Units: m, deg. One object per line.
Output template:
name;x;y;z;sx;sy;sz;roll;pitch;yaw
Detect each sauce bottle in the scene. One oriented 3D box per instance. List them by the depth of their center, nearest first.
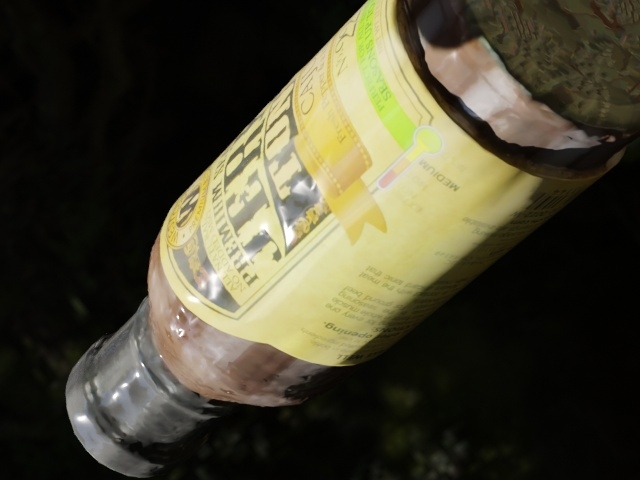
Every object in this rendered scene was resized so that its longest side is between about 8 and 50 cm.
sauce bottle;0.000;0.000;0.822;0.111;0.344;0.111;21;-132;-25
